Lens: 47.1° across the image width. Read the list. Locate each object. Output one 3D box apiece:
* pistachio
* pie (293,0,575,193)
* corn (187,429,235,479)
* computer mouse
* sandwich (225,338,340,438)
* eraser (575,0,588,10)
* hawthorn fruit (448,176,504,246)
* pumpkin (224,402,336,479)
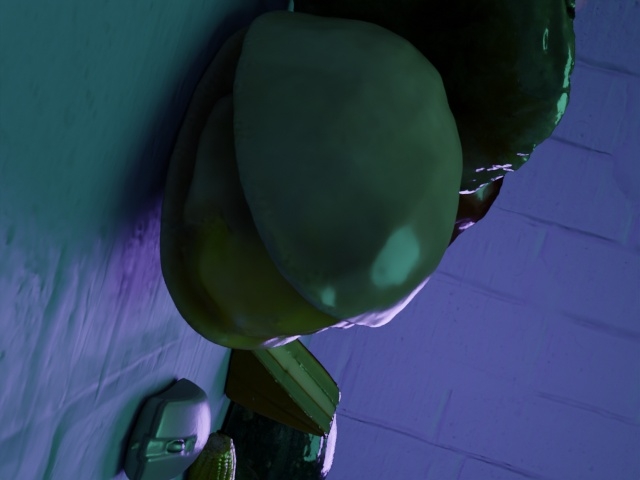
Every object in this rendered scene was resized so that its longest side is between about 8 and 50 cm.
[{"bbox_3d":[-0.006,-0.053,0.574,0.229,0.230,0.308,102,7,-47],"label":"pistachio"},{"bbox_3d":[0.092,-0.183,0.659,0.071,0.306,0.306,-31,146,-41],"label":"pie"},{"bbox_3d":[-0.155,0.345,1.043,0.072,0.072,0.203,-67,172,-51],"label":"corn"},{"bbox_3d":[-0.141,0.187,0.716,0.181,0.056,0.089,52,51,-84],"label":"computer mouse"},{"bbox_3d":[-0.044,0.197,1.142,0.117,0.188,0.144,-68,179,-53],"label":"sandwich"},{"bbox_3d":[0.286,-0.546,1.120,0.272,0.123,0.359,56,13,-57],"label":"eraser"},{"bbox_3d":[0.062,-0.118,0.887,0.330,0.287,0.286,18,88,-41],"label":"hawthorn fruit"},{"bbox_3d":[-0.066,0.352,1.356,0.293,0.197,0.263,91,14,-82],"label":"pumpkin"}]
